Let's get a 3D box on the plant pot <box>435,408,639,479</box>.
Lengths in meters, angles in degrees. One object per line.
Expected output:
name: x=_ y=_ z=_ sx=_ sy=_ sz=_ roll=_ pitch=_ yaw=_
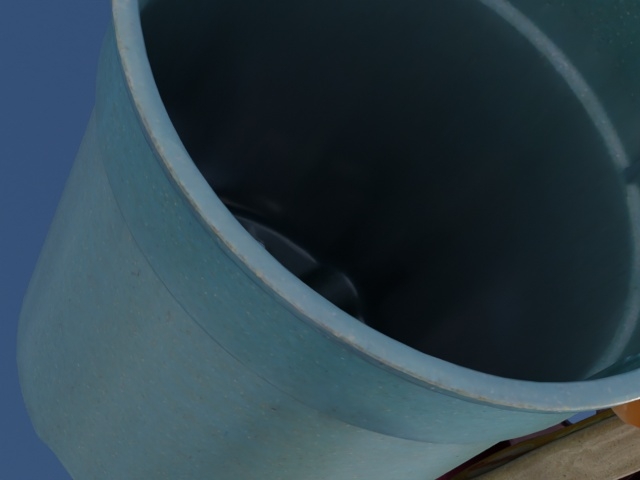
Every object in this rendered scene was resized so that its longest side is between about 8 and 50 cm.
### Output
plant pot: x=0.170 y=0.138 z=1.094 sx=0.201 sy=0.180 sz=0.201 roll=2 pitch=-85 yaw=20

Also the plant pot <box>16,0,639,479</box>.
plant pot: x=0.000 y=0.000 z=0.836 sx=0.341 sy=0.341 sz=0.334 roll=48 pitch=-39 yaw=5

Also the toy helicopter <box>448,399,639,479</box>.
toy helicopter: x=0.223 y=0.095 z=0.868 sx=0.355 sy=0.235 sz=0.140 roll=-27 pitch=-90 yaw=21
